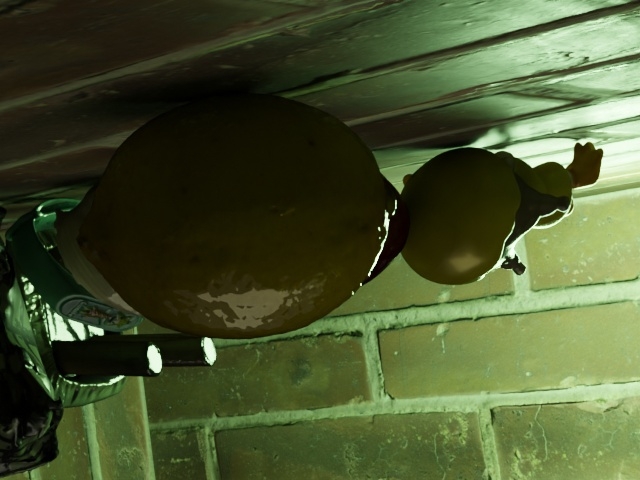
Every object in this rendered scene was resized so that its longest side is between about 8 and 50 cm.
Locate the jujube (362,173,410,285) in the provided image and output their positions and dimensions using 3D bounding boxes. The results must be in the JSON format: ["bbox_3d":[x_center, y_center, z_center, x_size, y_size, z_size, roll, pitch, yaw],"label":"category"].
[{"bbox_3d":[0.000,0.000,1.933,0.255,0.190,0.190,-32,179,-5],"label":"jujube"}]

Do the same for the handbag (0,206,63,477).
[{"bbox_3d":[-0.456,0.145,1.896,0.163,0.325,0.327,-17,166,-24],"label":"handbag"}]

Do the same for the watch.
[{"bbox_3d":[-0.327,0.028,1.962,0.237,0.195,0.068,18,133,-41],"label":"watch"}]

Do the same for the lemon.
[{"bbox_3d":[-0.073,-0.021,1.280,0.263,0.236,0.236,19,176,0],"label":"lemon"}]

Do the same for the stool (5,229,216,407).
[{"bbox_3d":[-0.339,0.102,2.283,0.226,0.310,0.310,-13,177,18],"label":"stool"}]

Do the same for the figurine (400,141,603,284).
[{"bbox_3d":[0.264,-0.055,2.053,0.344,0.215,0.187,-18,-131,-35],"label":"figurine"}]

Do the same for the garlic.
[{"bbox_3d":[-0.206,0.009,1.873,0.185,0.203,0.281,-32,165,11],"label":"garlic"}]
